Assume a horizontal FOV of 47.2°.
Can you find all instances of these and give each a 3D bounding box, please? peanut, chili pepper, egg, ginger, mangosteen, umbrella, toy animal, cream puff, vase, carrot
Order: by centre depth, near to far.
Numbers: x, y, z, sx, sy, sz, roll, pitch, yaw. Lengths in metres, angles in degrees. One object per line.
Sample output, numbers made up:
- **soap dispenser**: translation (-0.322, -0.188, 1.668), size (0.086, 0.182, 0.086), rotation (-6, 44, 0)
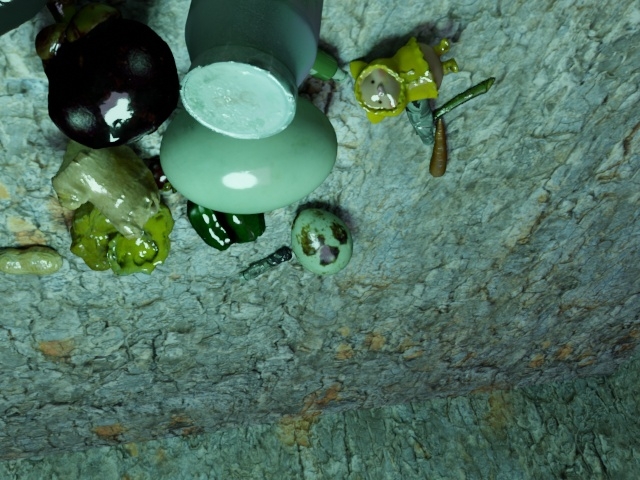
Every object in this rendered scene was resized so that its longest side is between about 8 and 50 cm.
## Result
- **mangosteen**: translation (-0.399, -0.318, 1.365), size (0.233, 0.288, 0.287), rotation (-13, 148, -21)
- **egg**: translation (-0.153, -0.196, 1.598), size (0.389, 0.276, 0.276), rotation (-8, 146, -10)
- **toy animal**: translation (0.184, -0.360, 1.612), size (0.229, 0.156, 0.156), rotation (-20, 147, 12)
- **ginger**: translation (-0.480, -0.120, 1.635), size (0.130, 0.276, 0.221), rotation (-23, -170, 38)
- **mangosteen**: translation (-0.375, -0.156, 1.751), size (0.081, 0.081, 0.081), rotation (-10, 147, -7)
- **vase**: translation (0.239, -0.306, 1.771), size (0.060, 0.060, 0.211), rotation (-20, 141, 8)
- **chili pepper**: translation (-0.242, -0.107, 1.811), size (0.174, 0.261, 0.165), rotation (-20, -169, 35)
- **cream puff**: translation (-0.494, -0.005, 1.836), size (0.281, 0.185, 0.282), rotation (-8, 146, -5)
- **peanut**: translation (-0.764, 0.052, 1.914), size (0.174, 0.080, 0.080), rotation (-1, 145, -17)
- **carrot**: translation (0.313, -0.244, 1.930), size (0.048, 0.048, 0.216), rotation (-12, 142, -4)
- **egg**: translation (0.000, 0.000, 2.054), size (0.169, 0.169, 0.231), rotation (-23, 134, 13)
- **umbrella**: translation (-0.170, 0.072, 2.209), size (0.188, 0.046, 0.050), rotation (-27, 127, 23)

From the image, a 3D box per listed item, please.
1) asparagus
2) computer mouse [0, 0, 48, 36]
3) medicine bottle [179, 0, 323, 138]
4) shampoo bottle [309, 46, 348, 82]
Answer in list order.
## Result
- **asparagus**: translation (0.328, -0.332, 1.813), size (0.236, 0.027, 0.034), rotation (-31, 133, 23)
- **computer mouse**: translation (-0.595, -0.422, 1.240), size (0.323, 0.116, 0.183), rotation (-24, 141, 15)
- **medicine bottle**: translation (-0.127, -0.353, 1.312), size (0.245, 0.290, 0.245), rotation (6, 150, 3)
- **shampoo bottle**: translation (-0.021, -0.388, 1.566), size (0.204, 0.065, 0.065), rotation (18, 135, -40)
